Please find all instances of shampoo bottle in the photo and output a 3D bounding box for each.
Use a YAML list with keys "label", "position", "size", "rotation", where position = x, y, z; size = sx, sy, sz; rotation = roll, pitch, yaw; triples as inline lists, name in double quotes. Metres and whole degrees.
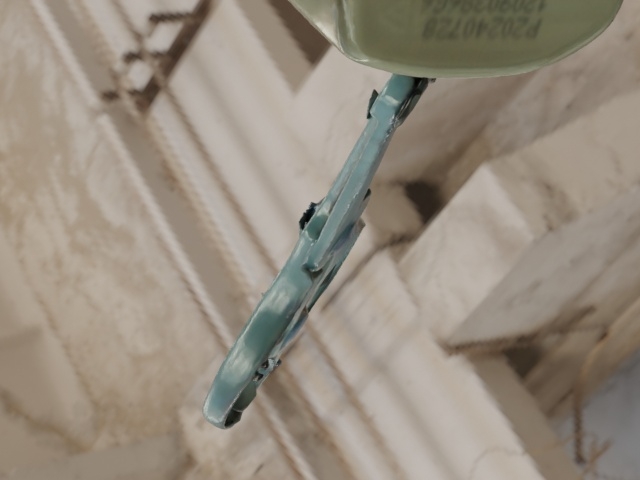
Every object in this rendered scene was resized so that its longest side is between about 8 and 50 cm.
- label: "shampoo bottle"
  position: [-0.008, -0.188, 0.649]
  size: [0.134, 0.078, 0.359]
  rotation: [-6, -142, -18]

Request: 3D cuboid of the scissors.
- label: "scissors"
  position: [-0.001, 0.000, 0.974]
  size: [0.032, 0.393, 0.180]
  rotation: [32, -119, 3]
